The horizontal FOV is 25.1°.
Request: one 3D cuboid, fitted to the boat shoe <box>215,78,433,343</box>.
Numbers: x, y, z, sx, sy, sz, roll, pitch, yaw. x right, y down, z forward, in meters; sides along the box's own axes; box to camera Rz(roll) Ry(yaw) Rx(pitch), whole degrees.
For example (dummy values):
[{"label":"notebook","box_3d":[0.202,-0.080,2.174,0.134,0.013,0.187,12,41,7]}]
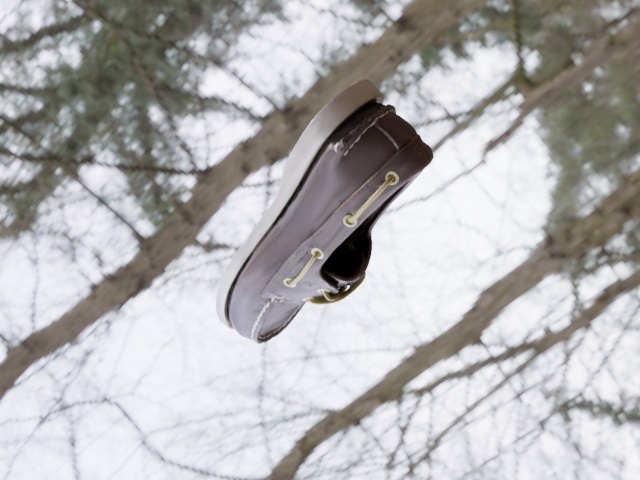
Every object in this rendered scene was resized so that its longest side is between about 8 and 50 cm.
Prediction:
[{"label":"boat shoe","box_3d":[0.000,0.000,1.298,0.097,0.324,0.116,43,-136,13]}]
